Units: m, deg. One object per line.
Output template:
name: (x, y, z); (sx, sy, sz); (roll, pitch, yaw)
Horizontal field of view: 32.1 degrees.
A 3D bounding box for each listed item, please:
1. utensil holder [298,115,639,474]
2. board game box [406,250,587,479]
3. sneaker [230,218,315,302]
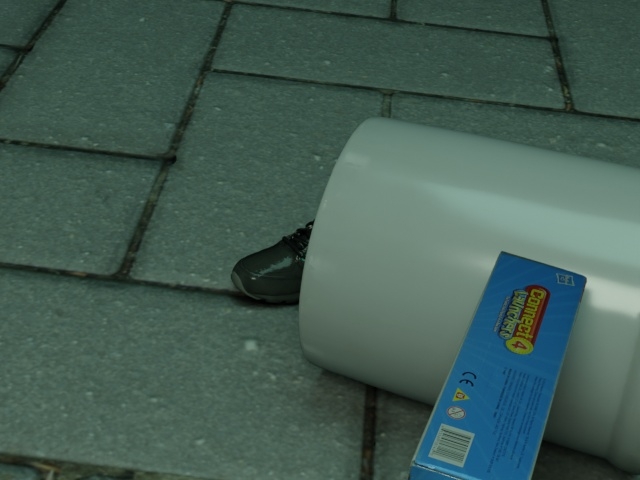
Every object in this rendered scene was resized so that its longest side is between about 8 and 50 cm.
utensil holder: (0.206, 0.048, 1.242); (0.385, 0.327, 0.327); (14, 34, 16)
board game box: (0.139, 0.218, 0.986); (0.086, 0.302, 0.308); (16, 35, 13)
sneaker: (0.000, 0.000, 1.474); (0.267, 0.106, 0.101); (-18, 42, -30)
